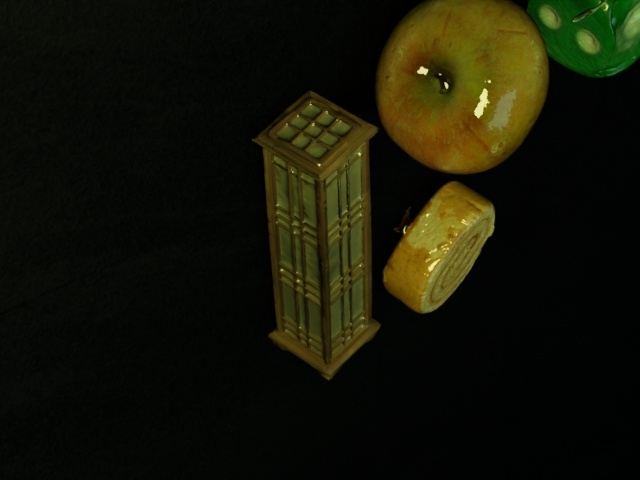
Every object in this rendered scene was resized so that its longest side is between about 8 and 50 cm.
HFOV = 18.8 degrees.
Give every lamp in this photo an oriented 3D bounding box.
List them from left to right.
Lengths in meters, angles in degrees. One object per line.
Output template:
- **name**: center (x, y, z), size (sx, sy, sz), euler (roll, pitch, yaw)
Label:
- **lamp**: center (0.000, 0.000, 1.931), size (0.090, 0.089, 0.325), euler (-43, 151, -29)

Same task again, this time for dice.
- **dice**: center (0.308, -0.267, 2.133), size (0.128, 0.120, 0.131), euler (-43, 153, -28)

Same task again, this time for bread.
- **bread**: center (0.132, 0.007, 2.191), size (0.149, 0.073, 0.122), euler (-53, 159, -5)

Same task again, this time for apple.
- **apple**: center (0.143, -0.158, 1.911), size (0.182, 0.182, 0.155), euler (-64, 161, 12)

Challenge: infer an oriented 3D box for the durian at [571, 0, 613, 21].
- **durian**: center (0.355, -0.380, 2.065), size (0.106, 0.132, 0.375), euler (58, 49, -67)
